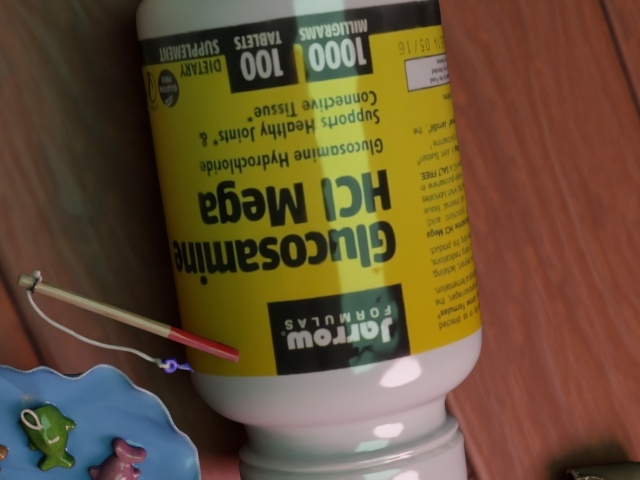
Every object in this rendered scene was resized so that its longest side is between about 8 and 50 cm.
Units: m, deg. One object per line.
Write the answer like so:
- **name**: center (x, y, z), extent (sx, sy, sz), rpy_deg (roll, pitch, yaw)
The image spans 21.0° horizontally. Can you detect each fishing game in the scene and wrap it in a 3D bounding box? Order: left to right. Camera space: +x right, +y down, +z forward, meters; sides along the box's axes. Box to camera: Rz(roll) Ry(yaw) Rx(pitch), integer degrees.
- **fishing game**: center (-0.162, 0.152, 1.011), extent (0.189, 0.041, 0.264), rpy_deg (22, 107, -14)

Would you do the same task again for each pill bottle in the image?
- **pill bottle**: center (0.000, 0.000, 1.074), extent (0.188, 0.188, 0.334), rpy_deg (-12, 97, -27)

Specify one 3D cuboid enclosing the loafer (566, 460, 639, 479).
- **loafer**: center (0.194, 0.277, 1.256), extent (0.087, 0.094, 0.251), rpy_deg (13, 75, -4)
